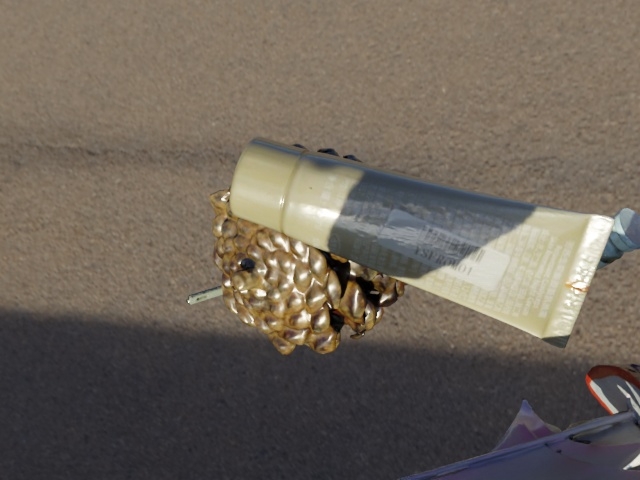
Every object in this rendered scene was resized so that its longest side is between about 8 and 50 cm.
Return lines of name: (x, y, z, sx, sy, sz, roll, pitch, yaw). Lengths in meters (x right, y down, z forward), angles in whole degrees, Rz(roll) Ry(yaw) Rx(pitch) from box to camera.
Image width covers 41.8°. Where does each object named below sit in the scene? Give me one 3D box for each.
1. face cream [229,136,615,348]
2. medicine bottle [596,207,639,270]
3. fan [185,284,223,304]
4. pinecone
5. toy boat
face cream: (0.084, -0.010, 0.788, 0.341, 0.137, 0.084, 18, 25, 11)
medicine bottle: (0.285, 0.023, 0.966, 0.191, 0.051, 0.051, -36, 35, 49)
fan: (-0.042, 0.056, 1.230, 0.294, 0.223, 0.012, -38, 54, -14)
pinecone: (0.001, 0.013, 0.979, 0.257, 0.244, 0.244, 2, 46, -27)
toy boat: (0.204, 0.178, 0.674, 0.318, 0.072, 0.219, -19, 14, -23)
